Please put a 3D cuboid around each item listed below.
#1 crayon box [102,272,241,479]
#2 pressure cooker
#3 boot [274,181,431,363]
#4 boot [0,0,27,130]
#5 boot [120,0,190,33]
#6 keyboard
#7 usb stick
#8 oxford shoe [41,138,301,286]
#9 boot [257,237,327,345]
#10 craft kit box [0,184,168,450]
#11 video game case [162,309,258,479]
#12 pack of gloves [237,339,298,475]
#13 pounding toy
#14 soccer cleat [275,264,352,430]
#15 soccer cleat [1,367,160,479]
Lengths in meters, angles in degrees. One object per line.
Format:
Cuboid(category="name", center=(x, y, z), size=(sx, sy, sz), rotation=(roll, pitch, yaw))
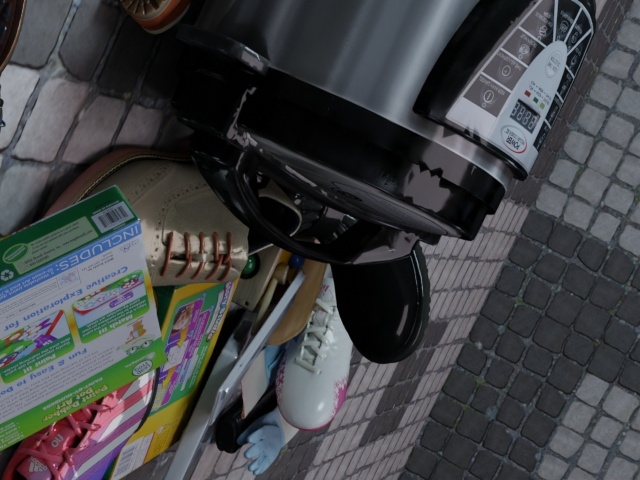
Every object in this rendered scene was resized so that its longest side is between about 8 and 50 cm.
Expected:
Cuboid(category="crayon box", center=(-0.202, 0.140, 1.494), size=(0.165, 0.081, 0.278), rotation=(-24, 138, -63))
Cuboid(category="pressure cooker", center=(0.055, -0.180, 1.259), size=(0.375, 0.369, 0.420), rotation=(-164, -81, -85))
Cuboid(category="boot", center=(0.015, -0.003, 1.598), size=(0.260, 0.131, 0.348), rotation=(-3, 84, -57))
Cuboid(category="boot", center=(-0.284, -0.119, 0.960), size=(0.106, 0.082, 0.219), rotation=(164, -50, -85))
Cuboid(category="boot", center=(-0.131, -0.267, 1.167), size=(0.158, 0.059, 0.084), rotation=(-56, 169, -7))
Cuboid(category="keyboard", center=(-0.082, 0.135, 1.607), size=(0.256, 0.014, 0.072), rotation=(-55, 174, -46))
Cuboid(category="usb stick", center=(-0.086, 0.263, 2.049), size=(0.278, 0.045, 0.077), rotation=(-36, 140, -54))
Cuboid(category="oxford shoe", center=(-0.152, -0.015, 1.302), size=(0.397, 0.146, 0.140), rotation=(-32, 148, -55))
Cuboid(category="boot", center=(0.000, 0.000, 1.860), size=(0.236, 0.089, 0.270), rotation=(-30, 146, -50))
Cuboid(category="craft kit box", center=(-0.270, 0.091, 1.135), size=(0.249, 0.061, 0.247), rotation=(-27, 146, -19))
Cuboid(category="video game case", center=(-0.147, 0.213, 1.697), size=(0.285, 0.025, 0.204), rotation=(-66, -179, -82))
Cuboid(category="pack of gloves", center=(-0.091, 0.248, 1.958), size=(0.232, 0.046, 0.195), rotation=(-42, 128, -64))
Cuboid(category="pounding toy", center=(-0.076, 0.047, 1.677), size=(0.130, 0.100, 0.141), rotation=(-65, 161, 9))
Cuboid(category="soccer cleat", center=(-0.001, 0.147, 1.955), size=(0.331, 0.116, 0.143), rotation=(-72, 166, -50))
Cuboid(category="soccer cleat", center=(-0.276, 0.218, 1.369), size=(0.318, 0.108, 0.116), rotation=(-63, 164, 12))
